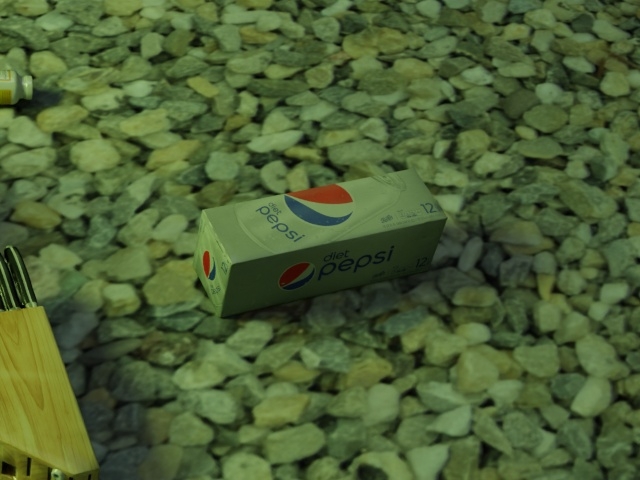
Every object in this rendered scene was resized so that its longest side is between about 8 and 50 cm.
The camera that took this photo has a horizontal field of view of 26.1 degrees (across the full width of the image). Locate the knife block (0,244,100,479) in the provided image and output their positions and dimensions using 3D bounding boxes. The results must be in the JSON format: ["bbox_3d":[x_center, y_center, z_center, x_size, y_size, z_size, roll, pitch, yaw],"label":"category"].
[{"bbox_3d":[-0.304,0.129,1.419,0.275,0.088,0.242,23,46,8],"label":"knife block"}]

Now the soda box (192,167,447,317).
[{"bbox_3d":[0.000,0.000,1.623,0.286,0.098,0.091,-12,51,-25],"label":"soda box"}]

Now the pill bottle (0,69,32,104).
[{"bbox_3d":[-0.405,-0.192,1.735,0.083,0.043,0.043,0,47,-16],"label":"pill bottle"}]
